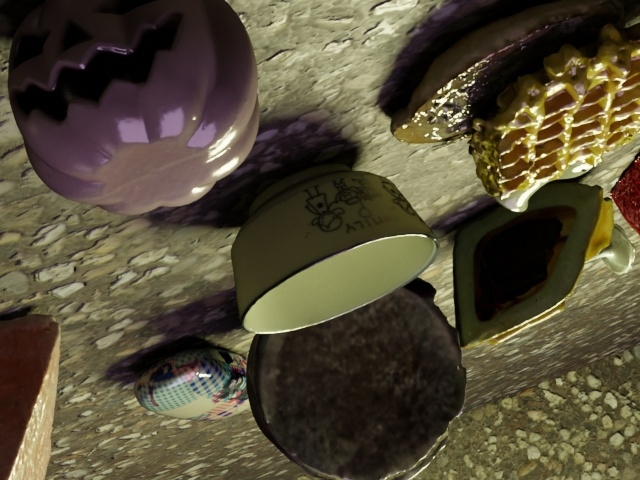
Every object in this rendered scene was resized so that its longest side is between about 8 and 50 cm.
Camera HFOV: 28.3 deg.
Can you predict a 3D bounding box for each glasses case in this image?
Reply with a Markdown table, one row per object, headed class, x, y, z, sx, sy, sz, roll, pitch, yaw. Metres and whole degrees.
| class | x | y | z | sx | sy | sz | roll | pitch | yaw |
| --- | --- | --- | --- | --- | --- | --- | --- | --- | --- |
| glasses case | -0.169 | 0.216 | 1.879 | 0.125 | 0.076 | 0.327 | -29 | 161 | 10 |

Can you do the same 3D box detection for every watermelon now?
| class | x | y | z | sx | sy | sz | roll | pitch | yaw |
| --- | --- | --- | --- | --- | --- | --- | --- | --- | --- |
| watermelon | -0.426 | 0.212 | 1.375 | 0.250 | 0.283 | 0.293 | -21 | 143 | -61 |

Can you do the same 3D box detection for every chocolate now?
| class | x | y | z | sx | sy | sz | roll | pitch | yaw |
| --- | --- | --- | --- | --- | --- | --- | --- | --- | --- |
| chocolate | 0.030 | 0.191 | 1.759 | 0.303 | 0.303 | 0.213 | -18 | 177 | -18 |

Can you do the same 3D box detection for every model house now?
| class | x | y | z | sx | sy | sz | roll | pitch | yaw |
| --- | --- | --- | --- | --- | --- | --- | --- | --- | --- |
| model house | 0.318 | 0.037 | 1.831 | 0.268 | 0.173 | 0.239 | -27 | 161 | 16 |

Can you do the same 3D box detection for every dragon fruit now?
| class | x | y | z | sx | sy | sz | roll | pitch | yaw |
| --- | --- | --- | --- | --- | --- | --- | --- | --- | --- |
| dragon fruit | 0.545 | -0.088 | 1.840 | 0.161 | 0.126 | 0.274 | -19 | 162 | -13 |

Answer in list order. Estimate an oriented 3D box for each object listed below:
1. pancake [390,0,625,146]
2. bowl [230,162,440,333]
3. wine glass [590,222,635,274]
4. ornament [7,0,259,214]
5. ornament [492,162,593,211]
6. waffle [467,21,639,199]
| class | x | y | z | sx | sy | sz | roll | pitch | yaw |
| --- | --- | --- | --- | --- | --- | --- | --- | --- | --- |
| pancake | 0.196 | -0.165 | 1.294 | 0.282 | 0.049 | 0.282 | -24 | 166 | -6 |
| bowl | 0.000 | 0.000 | 1.394 | 0.237 | 0.126 | 0.238 | -22 | 163 | -7 |
| wine glass | 0.417 | 0.042 | 2.076 | 0.182 | 0.122 | 0.122 | -18 | 162 | -22 |
| ornament | -0.131 | -0.111 | 0.889 | 0.177 | 0.178 | 0.177 | -22 | 162 | -7 |
| ornament | 0.281 | -0.100 | 1.566 | 0.074 | 0.081 | 0.156 | 29 | 137 | -22 |
| waffle | 0.272 | -0.134 | 1.319 | 0.307 | 0.060 | 0.312 | -14 | 158 | -33 |
